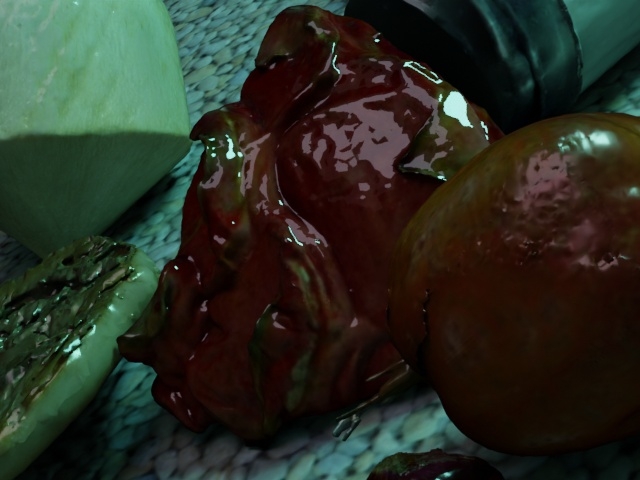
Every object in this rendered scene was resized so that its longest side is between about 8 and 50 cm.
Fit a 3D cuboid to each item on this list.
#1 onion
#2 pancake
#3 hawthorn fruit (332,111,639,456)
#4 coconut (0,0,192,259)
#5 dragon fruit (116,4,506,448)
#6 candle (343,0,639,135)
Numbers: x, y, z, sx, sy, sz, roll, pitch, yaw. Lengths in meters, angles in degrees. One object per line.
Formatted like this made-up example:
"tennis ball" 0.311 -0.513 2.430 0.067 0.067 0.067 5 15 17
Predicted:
"onion" 0.066 0.174 0.978 0.107 0.097 0.107 -15 -16 -4
"pancake" -0.288 0.125 1.385 0.382 0.071 0.382 -33 17 11
"hawthorn fruit" 0.132 0.043 1.024 0.299 0.211 0.211 -32 25 13
"coconut" -0.276 -0.131 1.668 0.328 0.329 0.329 -23 27 12
"dragon fruit" -0.004 -0.008 1.215 0.329 0.228 0.286 -34 28 -14
"candle" 0.198 -0.242 1.437 0.342 0.221 0.221 -41 28 -22
